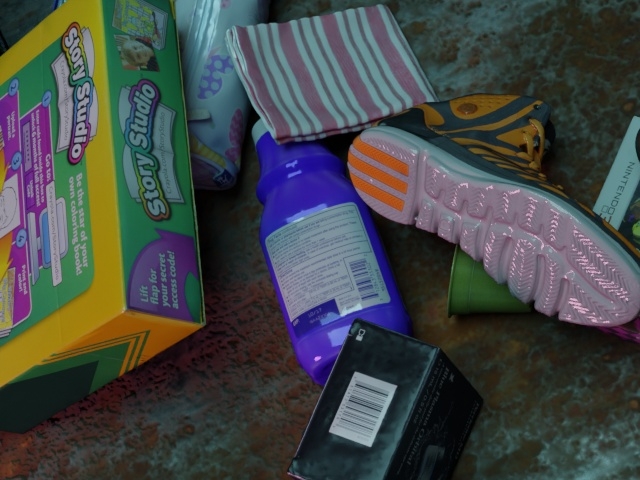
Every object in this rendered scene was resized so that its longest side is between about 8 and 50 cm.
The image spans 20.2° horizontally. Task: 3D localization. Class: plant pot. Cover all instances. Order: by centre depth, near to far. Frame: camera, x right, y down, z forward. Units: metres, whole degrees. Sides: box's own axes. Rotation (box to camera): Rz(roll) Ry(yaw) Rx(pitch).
[{"bbox_3d":[0.166,0.039,1.715,0.079,0.083,0.083,9,71,9],"label":"plant pot"}]

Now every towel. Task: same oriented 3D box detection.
[{"bbox_3d":[0.014,-0.173,1.825,0.197,0.029,0.144,-13,61,-25],"label":"towel"}]

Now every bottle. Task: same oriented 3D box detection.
[{"bbox_3d":[0.000,0.000,1.775,0.118,0.092,0.283,-22,62,5],"label":"bottle"}]

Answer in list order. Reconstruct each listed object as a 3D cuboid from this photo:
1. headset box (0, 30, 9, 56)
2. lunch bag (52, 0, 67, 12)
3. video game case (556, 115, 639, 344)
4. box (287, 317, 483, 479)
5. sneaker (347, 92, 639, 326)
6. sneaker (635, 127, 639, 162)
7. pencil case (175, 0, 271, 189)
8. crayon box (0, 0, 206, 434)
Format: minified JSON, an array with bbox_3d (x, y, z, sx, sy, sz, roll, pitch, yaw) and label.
[{"bbox_3d":[-0.471,-0.267,1.948,0.131,0.283,0.246,-32,61,5],"label":"headset box"},{"bbox_3d":[-0.223,-0.243,1.937,0.096,0.129,0.151,24,77,27],"label":"lunch bag"},{"bbox_3d":[0.360,0.009,1.672,0.232,0.042,0.210,19,75,25],"label":"video game case"},{"bbox_3d":[0.063,0.176,1.641,0.093,0.158,0.156,18,76,26],"label":"box"},{"bbox_3d":[0.198,-0.052,1.678,0.321,0.124,0.180,33,44,23],"label":"sneaker"},{"bbox_3d":[0.407,-0.076,1.593,0.276,0.135,0.097,17,74,26],"label":"sneaker"},{"bbox_3d":[-0.122,-0.187,1.881,0.113,0.124,0.273,3,68,24],"label":"pencil case"},{"bbox_3d":[-0.259,-0.030,1.798,0.313,0.106,0.363,-30,57,40],"label":"crayon box"}]
